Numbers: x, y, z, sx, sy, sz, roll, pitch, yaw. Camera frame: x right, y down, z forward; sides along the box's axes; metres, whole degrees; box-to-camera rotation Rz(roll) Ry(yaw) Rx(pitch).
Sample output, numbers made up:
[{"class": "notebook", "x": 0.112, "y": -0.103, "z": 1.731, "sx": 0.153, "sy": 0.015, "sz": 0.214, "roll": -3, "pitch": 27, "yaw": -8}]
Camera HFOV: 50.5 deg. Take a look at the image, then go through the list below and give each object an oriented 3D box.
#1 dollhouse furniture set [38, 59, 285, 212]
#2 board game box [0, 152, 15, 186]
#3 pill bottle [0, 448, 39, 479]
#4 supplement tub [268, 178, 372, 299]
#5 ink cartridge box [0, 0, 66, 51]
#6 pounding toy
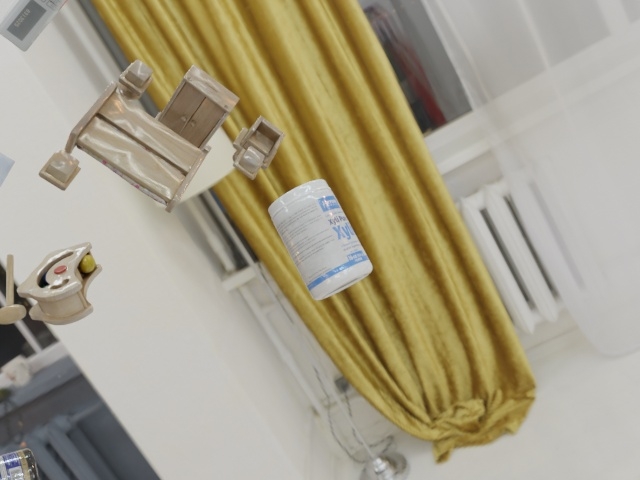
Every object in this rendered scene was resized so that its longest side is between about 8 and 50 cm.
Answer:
[{"class": "dollhouse furniture set", "x": -0.275, "y": -0.120, "z": 1.195, "sx": 0.174, "sy": 0.303, "sz": 0.356, "roll": -39, "pitch": 21, "yaw": 48}, {"class": "board game box", "x": -0.677, "y": -0.177, "z": 1.020, "sx": 0.318, "sy": 0.318, "sz": 0.066, "roll": 7, "pitch": 69, "yaw": 44}, {"class": "pill bottle", "x": -0.685, "y": 0.504, "z": 1.354, "sx": 0.219, "sy": 0.123, "sz": 0.122, "roll": -7, "pitch": -1, "yaw": -34}, {"class": "supplement tub", "x": 0.000, "y": 0.000, "z": 0.691, "sx": 0.071, "sy": 0.107, "sz": 0.071, "roll": -27, "pitch": -8, "yaw": -4}, {"class": "ink cartridge box", "x": -0.320, "y": -0.309, "z": 0.798, "sx": 0.145, "sy": 0.045, "sz": 0.179, "roll": -46, "pitch": 34, "yaw": 9}, {"class": "pounding toy", "x": -0.569, "y": 0.079, "z": 1.459, "sx": 0.154, "sy": 0.155, "sz": 0.269, "roll": -5, "pitch": 31, "yaw": 14}]
